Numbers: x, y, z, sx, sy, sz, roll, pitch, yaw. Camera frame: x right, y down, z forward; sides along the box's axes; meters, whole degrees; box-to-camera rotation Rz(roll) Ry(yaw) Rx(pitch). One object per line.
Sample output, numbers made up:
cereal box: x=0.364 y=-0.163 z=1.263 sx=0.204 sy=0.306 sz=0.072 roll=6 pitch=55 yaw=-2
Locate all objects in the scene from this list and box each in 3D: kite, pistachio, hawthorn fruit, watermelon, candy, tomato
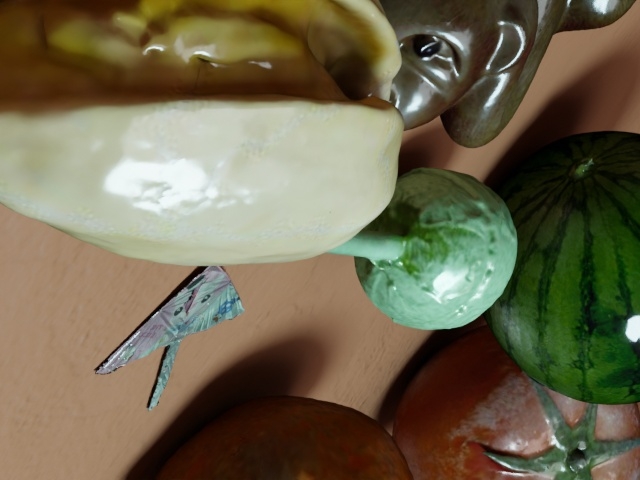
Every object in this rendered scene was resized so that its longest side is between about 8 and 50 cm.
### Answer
kite: x=-0.098 y=0.067 z=0.853 sx=0.137 sy=0.005 sz=0.152 roll=-20 pitch=146 yaw=-48
pistachio: x=-0.059 y=-0.064 z=0.511 sx=0.229 sy=0.157 sz=0.157 roll=5 pitch=126 yaw=-50
hawthorn fruit: x=-0.020 y=0.214 z=1.029 sx=0.210 sy=0.210 sz=0.262 roll=-55 pitch=175 yaw=20
watermelon: x=0.251 y=0.023 z=1.142 sx=0.242 sy=0.242 sz=0.242 roll=-40 pitch=159 yaw=-19
candy: x=0.000 y=0.000 z=0.817 sx=0.119 sy=0.119 sz=0.440 roll=-55 pitch=152 yaw=18
tomato: x=0.202 y=0.215 z=1.379 sx=0.265 sy=0.265 sz=0.265 roll=-40 pitch=159 yaw=-19

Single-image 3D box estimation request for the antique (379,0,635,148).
antique: x=0.095 y=-0.162 z=0.661 sx=0.257 sy=0.121 sz=0.143 roll=-46 pitch=153 yaw=-7
